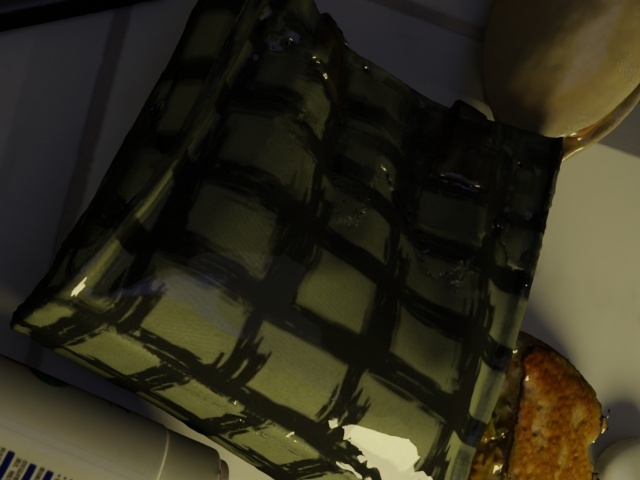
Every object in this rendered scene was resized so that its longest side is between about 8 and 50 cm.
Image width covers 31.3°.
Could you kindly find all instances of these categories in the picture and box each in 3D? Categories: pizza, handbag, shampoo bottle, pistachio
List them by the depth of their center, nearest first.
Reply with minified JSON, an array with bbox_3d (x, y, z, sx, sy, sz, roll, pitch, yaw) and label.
[{"bbox_3d":[-0.171,0.144,0.769,0.303,0.092,0.092,26,75,-17],"label":"shampoo bottle"},{"bbox_3d":[0.000,0.000,0.829,0.325,0.162,0.327,33,65,-19],"label":"handbag"},{"bbox_3d":[0.159,0.187,0.917,0.147,0.069,0.226,15,80,-42],"label":"pizza"},{"bbox_3d":[0.216,-0.169,0.953,0.152,0.126,0.223,16,76,18],"label":"pistachio"}]

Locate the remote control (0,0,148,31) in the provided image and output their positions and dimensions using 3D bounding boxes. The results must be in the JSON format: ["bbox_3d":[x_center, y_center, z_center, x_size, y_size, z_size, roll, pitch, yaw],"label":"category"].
[{"bbox_3d":[-0.228,-0.183,0.824,0.245,0.025,0.063,-19,87,-24],"label":"remote control"}]

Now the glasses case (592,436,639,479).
[{"bbox_3d":[0.287,0.261,0.965,0.074,0.049,0.193,-20,93,-24],"label":"glasses case"}]
